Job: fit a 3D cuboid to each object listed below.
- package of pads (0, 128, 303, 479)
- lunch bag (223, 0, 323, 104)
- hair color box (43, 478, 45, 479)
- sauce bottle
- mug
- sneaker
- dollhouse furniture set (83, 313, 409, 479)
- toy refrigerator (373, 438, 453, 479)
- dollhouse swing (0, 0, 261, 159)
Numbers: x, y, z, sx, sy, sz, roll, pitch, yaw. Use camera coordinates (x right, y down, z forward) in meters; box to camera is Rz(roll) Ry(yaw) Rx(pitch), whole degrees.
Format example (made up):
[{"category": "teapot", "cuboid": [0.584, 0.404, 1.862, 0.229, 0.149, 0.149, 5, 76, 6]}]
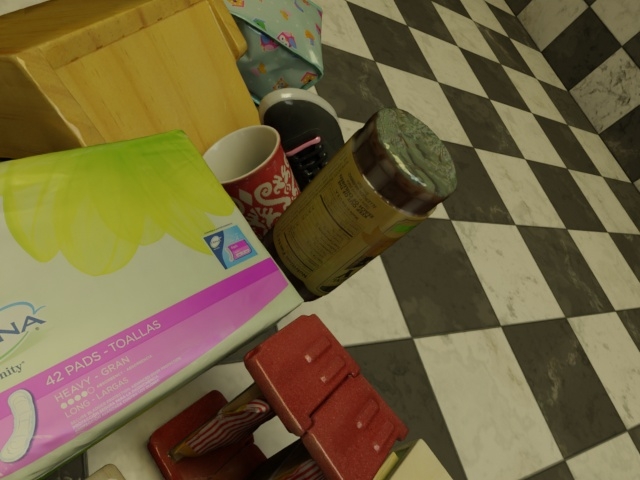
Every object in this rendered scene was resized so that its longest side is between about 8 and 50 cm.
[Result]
[{"category": "package of pads", "cuboid": [-0.189, 0.033, 0.400, 0.297, 0.101, 0.229, -28, 80, -46]}, {"category": "lunch bag", "cuboid": [-0.134, -0.392, 0.883, 0.262, 0.160, 0.223, 22, 49, -30]}, {"category": "hair color box", "cuboid": [-0.361, 0.039, 0.422, 0.375, 0.113, 0.185, 32, 45, -13]}, {"category": "sauce bottle", "cuboid": [0.000, 0.000, 0.552, 0.111, 0.344, 0.111, 20, 50, -26]}, {"category": "mug", "cuboid": [-0.070, -0.069, 0.668, 0.169, 0.113, 0.150, 63, 38, -42]}, {"category": "sneaker", "cuboid": [0.005, -0.097, 0.722, 0.296, 0.105, 0.146, 48, 24, -60]}, {"category": "dollhouse furniture set", "cuboid": [-0.111, 0.223, 0.362, 0.152, 0.201, 0.374, 52, 32, 8]}, {"category": "toy refrigerator", "cuboid": [0.035, 0.335, 0.504, 0.269, 0.102, 0.094, -29, 78, -45]}, {"category": "dollhouse swing", "cuboid": [-0.275, -0.165, 0.679, 0.315, 0.304, 0.346, 7, 41, 21]}]
